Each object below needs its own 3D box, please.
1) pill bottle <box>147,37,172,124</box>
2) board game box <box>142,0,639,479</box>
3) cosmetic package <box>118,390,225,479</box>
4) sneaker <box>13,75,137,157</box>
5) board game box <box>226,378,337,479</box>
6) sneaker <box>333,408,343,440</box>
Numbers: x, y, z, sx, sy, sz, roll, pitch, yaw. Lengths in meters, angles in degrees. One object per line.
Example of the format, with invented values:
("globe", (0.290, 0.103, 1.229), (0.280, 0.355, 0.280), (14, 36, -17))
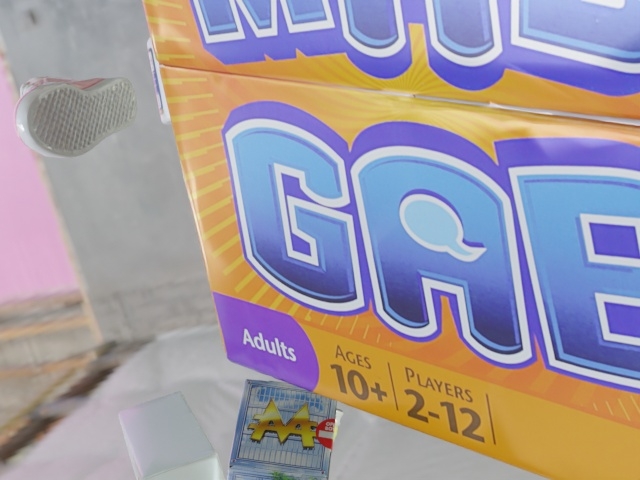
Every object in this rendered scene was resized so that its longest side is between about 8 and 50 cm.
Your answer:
("pill bottle", (-0.144, -0.186, 1.361), (0.067, 0.120, 0.067), (-10, 180, 0))
("board game box", (0.161, -0.128, 0.636), (0.356, 0.356, 0.357), (-29, -151, -37))
("cosmetic package", (-0.134, 0.399, 1.562), (0.097, 0.377, 0.284), (-19, -169, -13))
("sneaker", (-0.185, -0.085, 0.884), (0.070, 0.051, 0.134), (0, -167, 20))
("board game box", (-0.032, 0.188, 0.738), (0.060, 0.194, 0.194), (7, -170, 1))
("sneaker", (-0.040, 0.311, 1.993), (0.081, 0.094, 0.208), (16, 157, -20))
